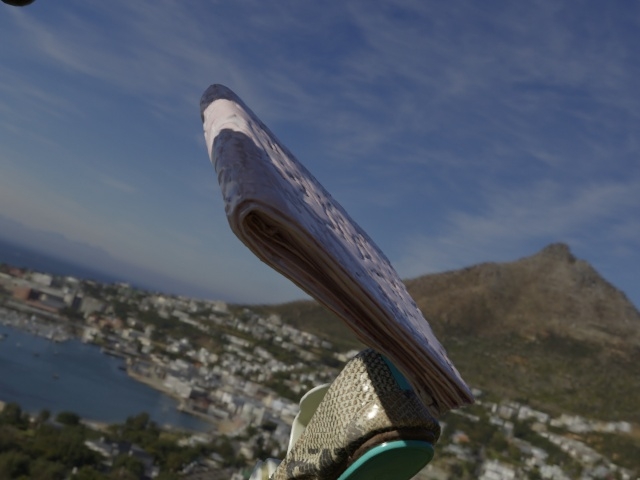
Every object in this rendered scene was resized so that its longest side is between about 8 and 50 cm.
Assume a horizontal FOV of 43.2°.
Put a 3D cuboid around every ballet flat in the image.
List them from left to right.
[{"bbox_3d":[-0.012,0.319,1.054,0.164,0.482,0.182,11,38,-29],"label":"ballet flat"}]

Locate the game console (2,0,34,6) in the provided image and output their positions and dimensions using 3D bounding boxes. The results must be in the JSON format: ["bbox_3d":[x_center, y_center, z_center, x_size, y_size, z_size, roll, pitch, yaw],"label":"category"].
[{"bbox_3d":[-0.217,-0.372,0.450,0.060,0.342,0.386,-26,-5,-27],"label":"game console"}]

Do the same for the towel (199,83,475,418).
[{"bbox_3d":[0.000,0.000,0.826,0.317,0.053,0.332,46,8,-28],"label":"towel"}]
